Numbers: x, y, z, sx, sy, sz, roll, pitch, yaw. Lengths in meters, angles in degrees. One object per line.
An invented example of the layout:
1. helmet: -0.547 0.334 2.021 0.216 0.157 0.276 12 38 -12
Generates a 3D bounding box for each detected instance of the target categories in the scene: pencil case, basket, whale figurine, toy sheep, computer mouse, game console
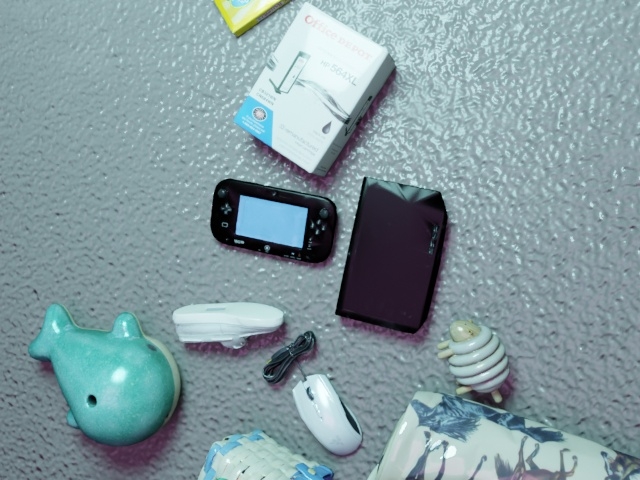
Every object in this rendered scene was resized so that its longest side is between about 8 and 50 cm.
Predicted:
1. pencil case: 0.272 0.332 0.836 0.411 0.160 0.183 16 110 13
2. basket: -0.063 0.435 0.899 0.289 0.201 0.254 29 97 21
3. whale figurine: -0.358 0.209 0.997 0.272 0.141 0.216 32 99 12
4. toy sheep: 0.219 0.169 0.887 0.091 0.091 0.132 -27 100 13
5. computer mouse: -0.005 0.242 0.962 0.106 0.042 0.193 -36 83 11
6. game console: 0.000 0.000 0.955 0.362 0.044 0.213 12 94 14

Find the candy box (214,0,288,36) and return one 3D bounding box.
1. candy box: -0.073 -0.416 0.972 0.206 0.027 0.105 -31 87 13

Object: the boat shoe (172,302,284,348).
1. boat shoe: -0.143 0.137 0.986 0.184 0.066 0.063 -3 105 11

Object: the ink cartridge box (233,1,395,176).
1. ink cartridge box: -0.008 -0.219 0.930 0.148 0.086 0.203 34 99 11
